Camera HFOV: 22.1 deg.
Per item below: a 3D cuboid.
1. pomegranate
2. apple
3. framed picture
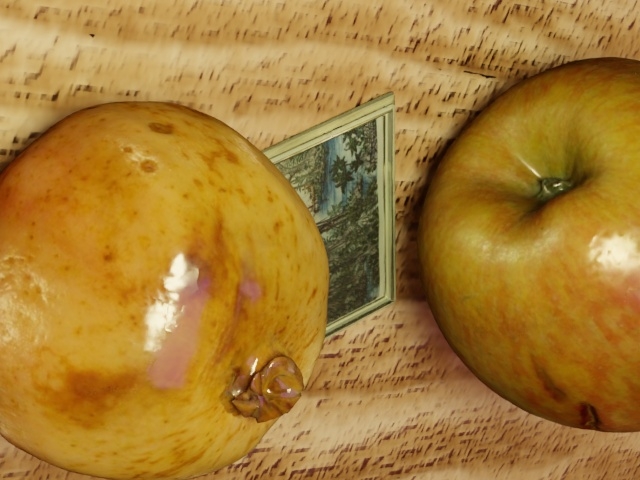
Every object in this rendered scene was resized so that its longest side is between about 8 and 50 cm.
[{"bbox_3d":[-0.097,0.037,0.908,0.215,0.215,0.215,-25,132,-31],"label":"pomegranate"},{"bbox_3d":[0.194,0.000,1.135,0.264,0.264,0.264,-25,132,-31],"label":"apple"},{"bbox_3d":[0.000,0.000,1.129,0.142,0.011,0.183,-26,133,-29],"label":"framed picture"}]
